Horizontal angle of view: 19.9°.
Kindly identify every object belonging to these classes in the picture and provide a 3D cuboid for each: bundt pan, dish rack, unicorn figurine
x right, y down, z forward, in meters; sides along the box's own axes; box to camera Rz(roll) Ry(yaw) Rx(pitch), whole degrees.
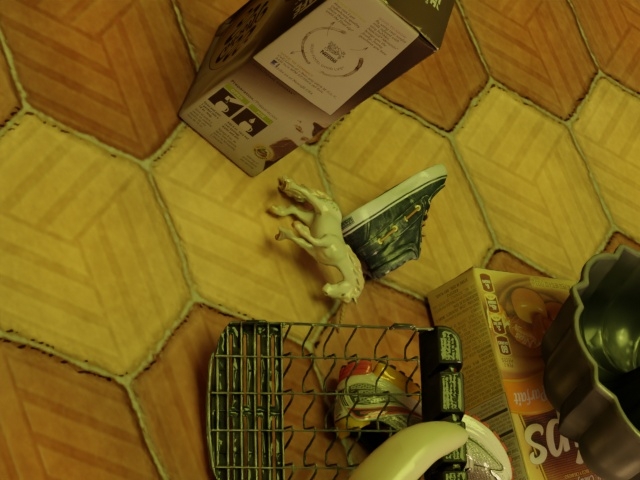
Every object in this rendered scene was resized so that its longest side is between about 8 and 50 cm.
[{"bbox_3d":[0.378,0.171,2.011,0.331,0.124,0.331,22,42,-22],"label":"bundt pan"},{"bbox_3d":[0.019,0.178,1.816,0.271,0.074,0.208,2,72,-11],"label":"dish rack"},{"bbox_3d":[0.000,0.000,1.962,0.111,0.060,0.162,26,50,-30],"label":"unicorn figurine"}]

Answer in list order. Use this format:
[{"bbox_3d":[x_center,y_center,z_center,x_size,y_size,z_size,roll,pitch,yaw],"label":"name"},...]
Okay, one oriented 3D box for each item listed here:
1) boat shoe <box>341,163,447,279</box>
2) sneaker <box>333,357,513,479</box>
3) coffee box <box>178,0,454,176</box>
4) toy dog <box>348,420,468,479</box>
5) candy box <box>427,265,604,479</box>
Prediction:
[{"bbox_3d":[0.096,-0.021,2.072,0.183,0.065,0.083,-31,91,-43],"label":"boat shoe"},{"bbox_3d":[0.103,0.218,1.921,0.225,0.088,0.093,30,52,-16],"label":"sneaker"},{"bbox_3d":[0.002,-0.216,1.918,0.119,0.297,0.168,39,45,-20],"label":"coffee box"},{"bbox_3d":[0.117,0.376,1.657,0.408,0.284,0.395,18,75,-43],"label":"toy dog"},{"bbox_3d":[0.244,0.195,2.057,0.183,0.087,0.316,7,60,-42],"label":"candy box"}]
